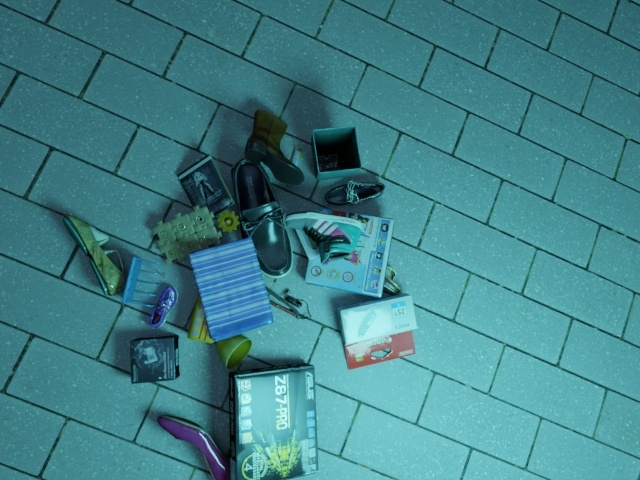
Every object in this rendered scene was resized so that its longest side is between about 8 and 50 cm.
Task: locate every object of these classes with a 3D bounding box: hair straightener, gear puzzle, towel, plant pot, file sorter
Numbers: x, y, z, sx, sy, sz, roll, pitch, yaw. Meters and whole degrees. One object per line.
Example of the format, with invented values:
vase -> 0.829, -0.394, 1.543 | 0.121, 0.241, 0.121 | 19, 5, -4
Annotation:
hair straightener -> -0.132, 0.237, 1.785 | 0.230, 0.047, 0.089 | 29, 81, -4
gear puzzle -> -0.469, -0.039, 1.738 | 0.338, 0.044, 0.176 | -21, 94, 7
towel -> -0.326, 0.176, 1.658 | 0.243, 0.040, 0.337 | -15, 86, -8
plant pot -> -0.338, 0.402, 1.707 | 0.095, 0.134, 0.134 | 32, 79, 23
file sorter -> -0.657, 0.156, 1.691 | 0.104, 0.118, 0.171 | 12, 82, -10
plant pot -> 0.044, -0.322, 1.781 | 0.165, 0.234, 0.166 | -8, 84, -9

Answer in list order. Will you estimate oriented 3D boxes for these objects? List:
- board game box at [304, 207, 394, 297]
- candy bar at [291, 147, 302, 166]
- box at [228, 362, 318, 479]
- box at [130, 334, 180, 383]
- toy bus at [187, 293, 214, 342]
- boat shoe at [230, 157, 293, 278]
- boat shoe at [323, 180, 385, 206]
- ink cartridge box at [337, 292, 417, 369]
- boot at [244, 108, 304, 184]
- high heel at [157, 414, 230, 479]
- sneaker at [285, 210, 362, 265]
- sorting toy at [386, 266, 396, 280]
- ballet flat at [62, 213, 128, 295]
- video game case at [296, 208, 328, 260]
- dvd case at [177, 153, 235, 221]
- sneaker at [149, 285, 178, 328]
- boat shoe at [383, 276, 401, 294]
board game box -> 0.117, 0.048, 1.780 | 0.301, 0.086, 0.309 | 10, 82, 11
candy bar -> -0.110, -0.308, 1.869 | 0.040, 0.018, 0.162 | 16, 82, -6
box -> -0.173, 0.669, 1.663 | 0.317, 0.097, 0.396 | 2, 82, -28
box -> -0.610, 0.438, 1.674 | 0.158, 0.093, 0.156 | -4, 84, -7
toy bus -> -0.397, 0.216, 1.722 | 0.130, 0.108, 0.333 | 13, 82, -4
boat shoe -> -0.234, -0.091, 1.759 | 0.186, 0.156, 0.501 | -16, 87, -11
boat shoe -> 0.140, -0.194, 1.857 | 0.254, 0.079, 0.096 | -6, 84, -8
ink cartridge box -> 0.234, 0.366, 1.786 | 0.295, 0.066, 0.262 | -11, 95, -9
boot -> -0.167, -0.370, 1.799 | 0.263, 0.096, 0.281 | 23, 44, -17
high heel -> -0.446, 0.776, 1.632 | 0.377, 0.127, 0.182 | 29, 70, -7
sneaker -> 0.000, 0.000, 1.686 | 0.295, 0.124, 0.179 | 7, 71, 8
sorting toy -> 0.279, 0.123, 1.839 | 0.083, 0.075, 0.045 | 39, 80, -2
ballet flat -> -0.828, 0.041, 1.692 | 0.123, 0.123, 0.349 | -31, 87, -10
video game case -> -0.010, -0.022, 1.758 | 0.143, 0.019, 0.157 | -26, 77, 4
dvd case -> -0.450, -0.202, 1.773 | 0.164, 0.018, 0.222 | -29, 86, 16
sneaker -> -0.593, 0.254, 1.709 | 0.068, 0.071, 0.170 | 21, 80, -5
boat shoe -> 0.227, 0.158, 1.833 | 0.207, 0.073, 0.073 | 38, 80, 6
